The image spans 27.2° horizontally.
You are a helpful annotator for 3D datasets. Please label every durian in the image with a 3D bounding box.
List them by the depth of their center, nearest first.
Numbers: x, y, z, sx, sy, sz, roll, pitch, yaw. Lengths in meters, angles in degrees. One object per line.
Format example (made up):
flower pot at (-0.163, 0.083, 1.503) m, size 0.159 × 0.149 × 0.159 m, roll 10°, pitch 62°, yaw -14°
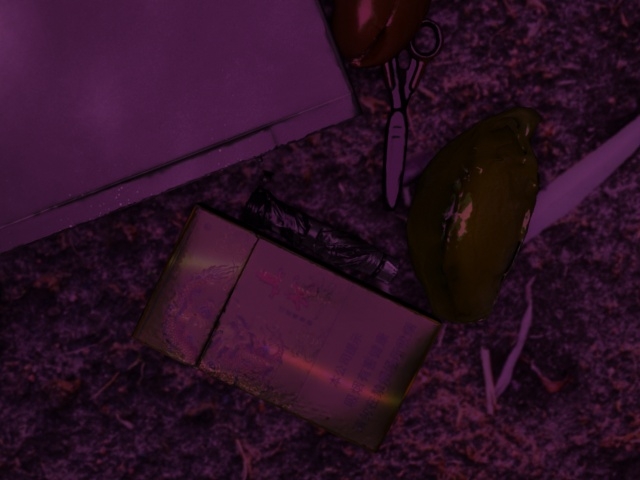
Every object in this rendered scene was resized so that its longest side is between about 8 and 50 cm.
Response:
durian at (0.167, -0.032, 1.470) m, size 0.139 × 0.101 × 0.250 m, roll 5°, pitch 98°, yaw -37°

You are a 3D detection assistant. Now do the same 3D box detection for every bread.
bread at (0.073, -0.275, 1.425) m, size 0.114 × 0.077 × 0.189 m, roll 29°, pitch 69°, yaw -40°

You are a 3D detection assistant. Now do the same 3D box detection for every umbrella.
umbrella at (0.000, 0.000, 1.492) m, size 0.188 × 0.050 × 0.046 m, roll 27°, pitch 117°, yaw -4°

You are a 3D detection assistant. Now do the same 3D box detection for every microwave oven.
microwave oven at (-0.215, -0.201, 1.371) m, size 0.432 × 0.236 × 0.374 m, roll -20°, pitch 97°, yaw 1°

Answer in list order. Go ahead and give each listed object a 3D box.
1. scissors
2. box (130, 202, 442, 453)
scissors at (0.088, -0.142, 1.493) m, size 0.088 × 0.017 × 0.220 m, roll 4°, pitch 96°, yaw -5°
box at (-0.038, 0.100, 1.505) m, size 0.311 × 0.043 × 0.173 m, roll 26°, pitch 96°, yaw -3°
